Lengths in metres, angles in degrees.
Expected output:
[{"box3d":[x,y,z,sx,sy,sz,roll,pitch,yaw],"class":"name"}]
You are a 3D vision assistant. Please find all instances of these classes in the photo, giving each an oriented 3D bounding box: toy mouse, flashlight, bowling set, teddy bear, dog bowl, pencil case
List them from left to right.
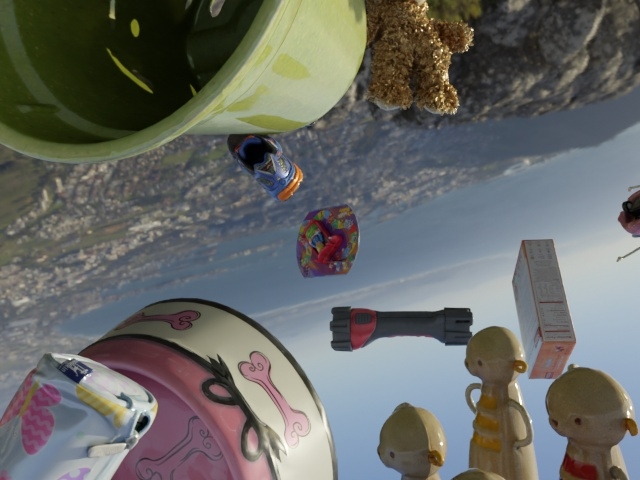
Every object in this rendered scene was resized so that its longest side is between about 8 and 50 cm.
[{"box3d":[-0.259,0.238,0.574,0.273,0.124,0.113,-60,165,-7],"class":"pencil case"},{"box3d":[-0.192,0.287,0.800,0.407,0.408,0.150,-22,178,27],"class":"dog bowl"},{"box3d":[0.175,0.194,1.383,0.303,0.103,0.103,0,-170,7],"class":"flashlight"},{"box3d":[0.159,-0.367,1.149,0.244,0.338,0.113,14,151,3],"class":"teddy bear"},{"box3d":[0.081,0.150,0.324,0.199,0.154,0.287,-6,-176,-15],"class":"bowling set"},{"box3d":[0.301,-0.023,0.530,0.143,0.031,0.161,-46,-170,-12],"class":"toy mouse"}]

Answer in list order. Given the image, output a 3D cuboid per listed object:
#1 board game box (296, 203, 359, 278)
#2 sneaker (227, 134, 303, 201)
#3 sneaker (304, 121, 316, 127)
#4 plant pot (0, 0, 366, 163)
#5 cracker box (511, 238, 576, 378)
[{"box3d":[0.000,0.000,1.173,0.033,0.133,0.168,13,166,-43],"class":"board game box"},{"box3d":[-0.108,-0.151,1.086,0.083,0.221,0.087,-48,131,-2],"class":"sneaker"},{"box3d":[-0.032,-0.322,1.299,0.121,0.217,0.079,13,158,-6],"class":"sneaker"},{"box3d":[-0.087,-0.183,0.461,0.276,0.276,0.254,-21,174,20],"class":"plant pot"},{"box3d":[0.434,0.135,1.242,0.067,0.232,0.156,-1,143,6],"class":"cracker box"}]
